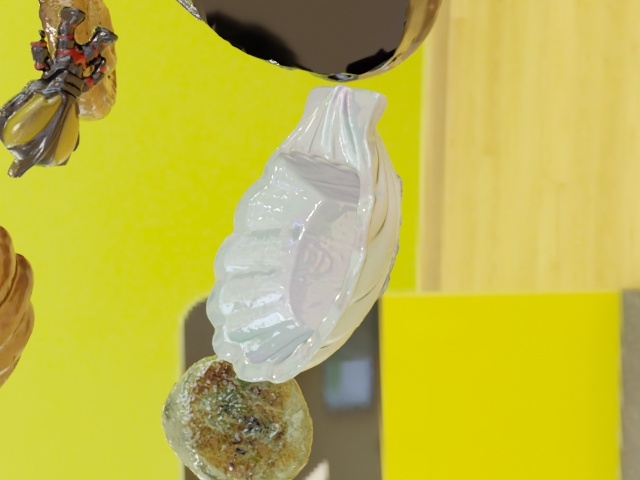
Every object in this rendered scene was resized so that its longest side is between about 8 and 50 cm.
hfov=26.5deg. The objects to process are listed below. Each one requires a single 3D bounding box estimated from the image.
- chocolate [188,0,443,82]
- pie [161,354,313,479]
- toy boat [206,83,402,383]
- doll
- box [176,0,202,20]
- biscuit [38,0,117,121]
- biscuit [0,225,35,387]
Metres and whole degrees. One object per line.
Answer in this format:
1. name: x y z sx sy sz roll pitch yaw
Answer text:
1. chocolate: -0.013 -0.318 1.420 0.225 0.340 0.210 -59 -11 26
2. pie: -0.096 0.216 1.624 0.041 0.187 0.187 113 152 -52
3. toy boat: 0.000 0.000 1.279 0.199 0.100 0.290 14 85 47
4. doll: -0.371 -0.197 1.886 0.249 0.127 0.088 -61 12 -5
5. box: -0.184 -0.480 1.939 0.204 0.345 0.251 -49 -7 12
6. biscuit: -0.414 -0.353 2.368 0.296 0.102 0.296 -7 -90 -90
7. biscuit: -0.418 0.083 1.230 0.326 0.325 0.107 107 156 -45
